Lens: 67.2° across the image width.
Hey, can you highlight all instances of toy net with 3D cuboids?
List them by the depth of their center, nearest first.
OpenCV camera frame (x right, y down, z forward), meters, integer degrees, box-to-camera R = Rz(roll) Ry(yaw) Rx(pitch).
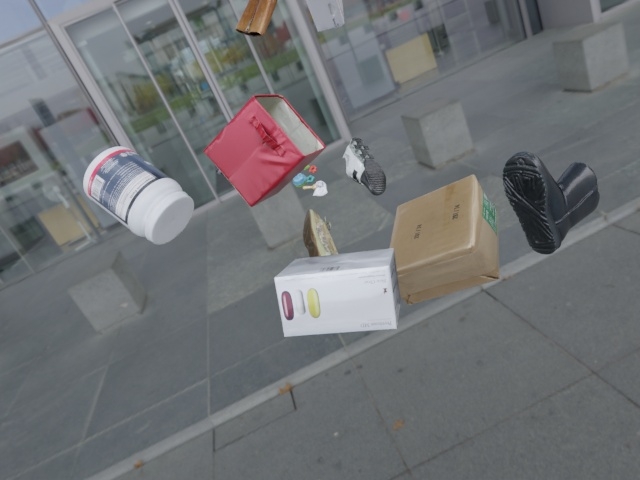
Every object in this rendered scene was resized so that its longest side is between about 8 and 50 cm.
[{"bbox_3d":[-0.031,-0.267,2.200,0.122,0.045,0.232,-46,54,-7],"label":"toy net"}]

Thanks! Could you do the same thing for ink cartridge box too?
[{"bbox_3d":[0.009,-1.042,1.959,0.121,0.211,0.289,-9,68,15],"label":"ink cartridge box"}]

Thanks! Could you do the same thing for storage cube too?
[{"bbox_3d":[-0.134,-0.226,1.194,0.193,0.184,0.215,-40,3,24],"label":"storage cube"}]

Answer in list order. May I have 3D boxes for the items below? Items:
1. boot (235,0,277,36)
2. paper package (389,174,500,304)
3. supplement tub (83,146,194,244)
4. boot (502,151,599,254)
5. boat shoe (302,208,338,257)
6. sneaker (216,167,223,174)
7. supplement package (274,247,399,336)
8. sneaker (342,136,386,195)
[{"bbox_3d":[-0.119,-0.693,1.300,0.264,0.096,0.281,26,92,45],"label":"boot"},{"bbox_3d":[0.383,0.000,1.502,0.309,0.168,0.325,-22,34,35],"label":"paper package"},{"bbox_3d":[-0.527,-0.131,1.406,0.272,0.191,0.191,35,49,13],"label":"supplement tub"},{"bbox_3d":[0.510,-0.120,1.052,0.207,0.247,0.094,-39,23,-26],"label":"boot"},{"bbox_3d":[0.000,0.000,1.718,0.089,0.105,0.285,4,45,-19],"label":"boat shoe"},{"bbox_3d":[-0.268,-0.276,1.635,0.223,0.098,0.083,-30,38,52],"label":"sneaker"},{"bbox_3d":[0.050,0.120,1.151,0.261,0.145,0.204,-7,9,13],"label":"supplement package"},{"bbox_3d":[0.199,-0.317,2.267,0.122,0.331,0.146,4,-39,-34],"label":"sneaker"}]
